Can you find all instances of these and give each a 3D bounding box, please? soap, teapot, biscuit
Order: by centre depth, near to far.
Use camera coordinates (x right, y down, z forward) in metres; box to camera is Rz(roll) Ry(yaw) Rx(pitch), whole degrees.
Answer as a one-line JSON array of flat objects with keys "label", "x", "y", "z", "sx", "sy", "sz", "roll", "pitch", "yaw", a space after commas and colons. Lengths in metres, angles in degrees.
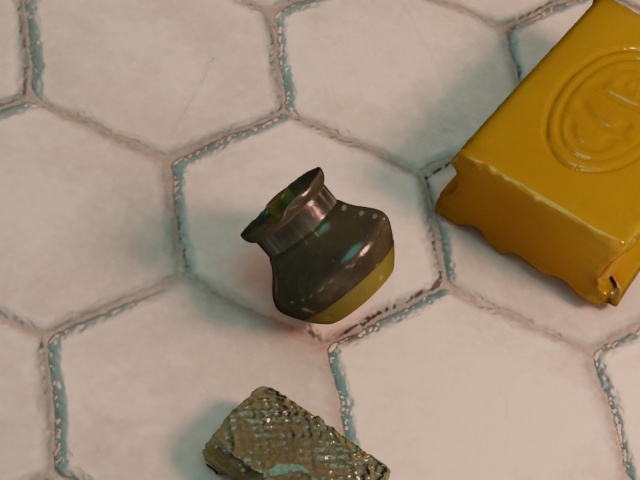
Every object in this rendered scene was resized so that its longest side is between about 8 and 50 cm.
[{"label": "biscuit", "x": -0.064, "y": 0.230, "z": 1.642, "sx": 0.147, "sy": 0.046, "sz": 0.250, "roll": 35, "pitch": 50, "yaw": 15}, {"label": "teapot", "x": 0.000, "y": 0.000, "z": 1.808, "sx": 0.119, "sy": 0.130, "sz": 0.165, "roll": 49, "pitch": 16, "yaw": -10}, {"label": "soap", "x": 0.281, "y": -0.096, "z": 1.983, "sx": 0.204, "sy": 0.096, "sz": 0.324, "roll": 31, "pitch": 49, "yaw": 13}]
